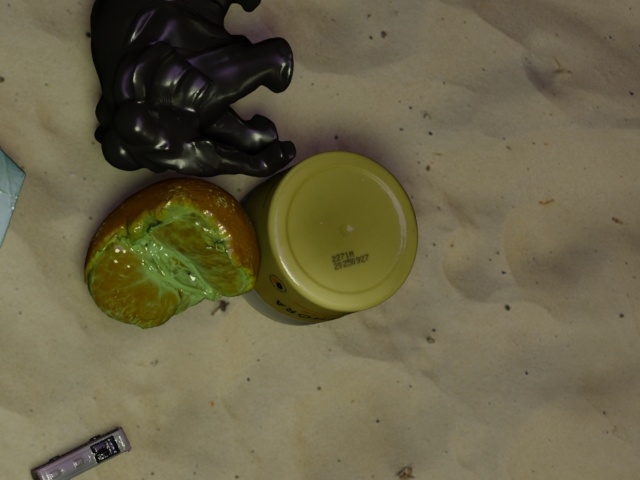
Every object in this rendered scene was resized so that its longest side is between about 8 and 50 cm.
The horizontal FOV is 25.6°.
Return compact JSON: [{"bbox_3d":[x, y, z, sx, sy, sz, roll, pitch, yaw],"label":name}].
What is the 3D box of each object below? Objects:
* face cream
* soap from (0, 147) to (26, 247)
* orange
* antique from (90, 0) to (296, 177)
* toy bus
[{"bbox_3d":[0.000,0.000,1.921,0.218,0.179,0.218,4,79,-22],"label":"face cream"},{"bbox_3d":[-0.498,-0.086,1.776,0.230,0.091,0.145,21,73,-20],"label":"soap"},{"bbox_3d":[-0.186,0.010,1.832,0.179,0.237,0.158,47,33,-27],"label":"orange"},{"bbox_3d":[-0.182,-0.222,1.875,0.255,0.185,0.322,-4,65,-31],"label":"antique"},{"bbox_3d":[-0.306,0.281,1.813,0.130,0.052,0.037,-25,88,-25],"label":"toy bus"}]
